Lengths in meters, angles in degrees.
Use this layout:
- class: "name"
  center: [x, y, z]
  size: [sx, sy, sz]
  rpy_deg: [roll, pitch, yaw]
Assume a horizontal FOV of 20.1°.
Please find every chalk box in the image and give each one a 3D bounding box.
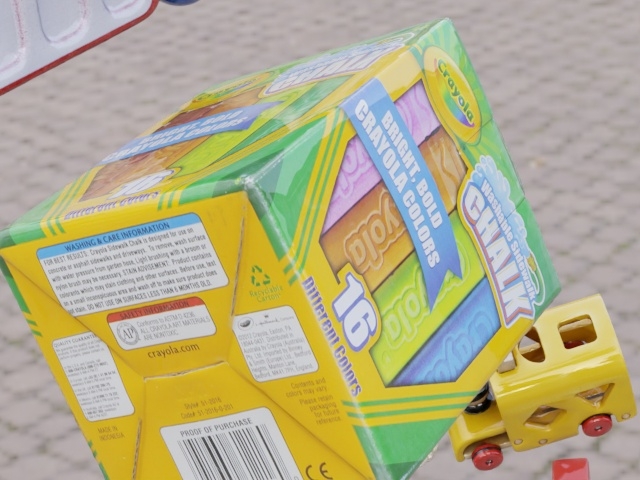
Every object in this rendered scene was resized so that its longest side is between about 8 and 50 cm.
- class: "chalk box"
  center: [0.000, 0.000, 0.985]
  size: [0.180, 0.179, 0.289]
  rpy_deg: [-13, 19, 35]

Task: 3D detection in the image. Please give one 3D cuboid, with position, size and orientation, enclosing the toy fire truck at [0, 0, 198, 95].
- class: "toy fire truck"
  center: [-0.135, -0.240, 1.039]
  size: [0.169, 0.254, 0.302]
  rpy_deg: [11, 29, 30]

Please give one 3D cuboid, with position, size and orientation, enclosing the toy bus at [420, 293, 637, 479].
- class: "toy bus"
  center: [0.170, 0.119, 1.560]
  size: [0.191, 0.104, 0.202]
  rpy_deg: [20, 61, 31]
